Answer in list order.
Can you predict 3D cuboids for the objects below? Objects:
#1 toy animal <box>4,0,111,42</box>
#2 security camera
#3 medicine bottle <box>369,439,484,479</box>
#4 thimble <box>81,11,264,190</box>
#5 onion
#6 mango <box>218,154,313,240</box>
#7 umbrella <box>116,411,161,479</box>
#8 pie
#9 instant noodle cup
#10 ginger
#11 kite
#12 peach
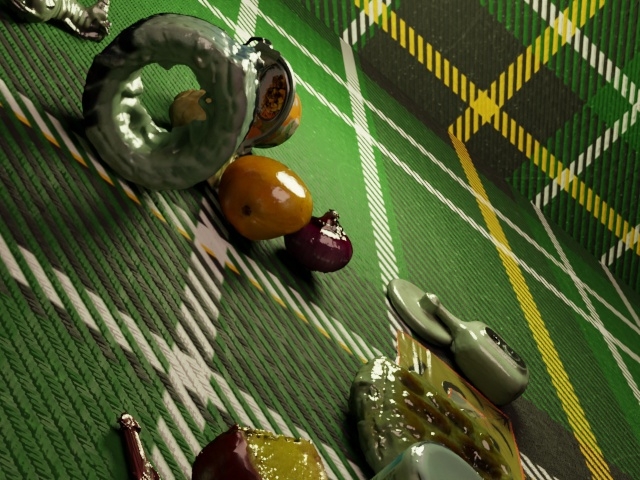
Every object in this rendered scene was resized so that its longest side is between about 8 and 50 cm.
[{"bbox_3d":[-0.414,-0.368,1.360,0.176,0.073,0.217,56,22,-12],"label":"toy animal"},{"bbox_3d":[0.245,0.162,1.580,0.301,0.080,0.157,42,21,3],"label":"security camera"},{"bbox_3d":[0.081,0.293,0.866,0.135,0.168,0.135,38,20,-16],"label":"medicine bottle"},{"bbox_3d":[-0.191,-0.191,1.195,0.237,0.237,0.150,40,20,-13],"label":"thimble"},{"bbox_3d":[0.000,0.000,1.380,0.115,0.104,0.115,28,7,-4],"label":"onion"},{"bbox_3d":[-0.082,-0.075,1.345,0.141,0.102,0.217,0,19,-2],"label":"mango"},{"bbox_3d":[-0.152,0.216,0.783,0.027,0.025,0.165,1,41,-31],"label":"umbrella"},{"bbox_3d":[0.159,0.283,1.165,0.306,0.071,0.306,35,28,-21],"label":"pie"},{"bbox_3d":[-0.110,-0.236,1.566,0.177,0.208,0.125,24,-3,21],"label":"instant noodle cup"},{"bbox_3d":[-0.186,-0.162,1.382,0.122,0.115,0.193,19,33,-7],"label":"ginger"},{"bbox_3d":[0.233,0.285,1.403,0.327,0.013,0.377,15,35,-55],"label":"kite"},{"bbox_3d":[-0.059,0.234,0.833,0.127,0.092,0.172,52,9,5],"label":"peach"}]
